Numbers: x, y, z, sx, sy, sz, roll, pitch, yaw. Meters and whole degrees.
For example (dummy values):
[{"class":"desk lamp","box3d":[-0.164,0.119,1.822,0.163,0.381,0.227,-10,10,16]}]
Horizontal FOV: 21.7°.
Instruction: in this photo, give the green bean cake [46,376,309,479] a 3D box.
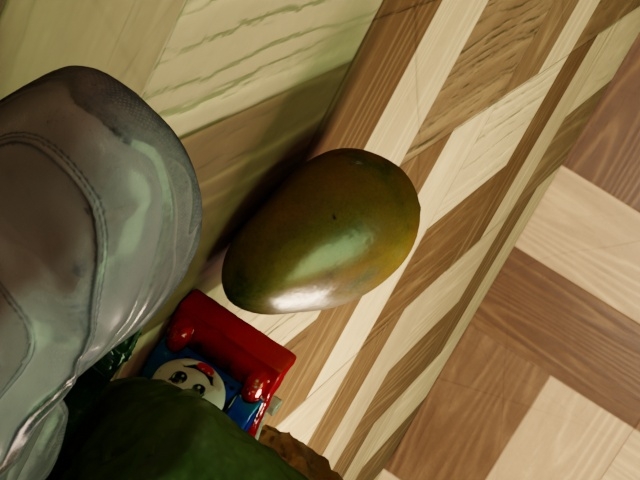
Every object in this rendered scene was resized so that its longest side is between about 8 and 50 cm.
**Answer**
[{"class":"green bean cake","box3d":[-0.113,0.178,0.825,0.222,0.125,0.248,-55,-167,-9]}]

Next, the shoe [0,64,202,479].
[{"class":"shoe","box3d":[-0.134,0.047,0.594,0.245,0.095,0.137,-57,174,35]}]

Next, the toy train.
[{"class":"toy train","box3d":[-0.095,0.141,1.075,0.131,0.083,0.204,-44,162,-45]}]

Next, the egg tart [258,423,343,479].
[{"class":"egg tart","box3d":[-0.060,0.270,1.199,0.291,0.107,0.291,-38,-139,43]}]

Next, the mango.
[{"class":"mango","box3d":[0.003,-0.004,1.084,0.111,0.089,0.163,-60,161,20]}]

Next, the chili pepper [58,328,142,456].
[{"class":"chili pepper","box3d":[-0.137,0.078,0.797,0.227,0.059,0.088,-59,-166,-29]}]
